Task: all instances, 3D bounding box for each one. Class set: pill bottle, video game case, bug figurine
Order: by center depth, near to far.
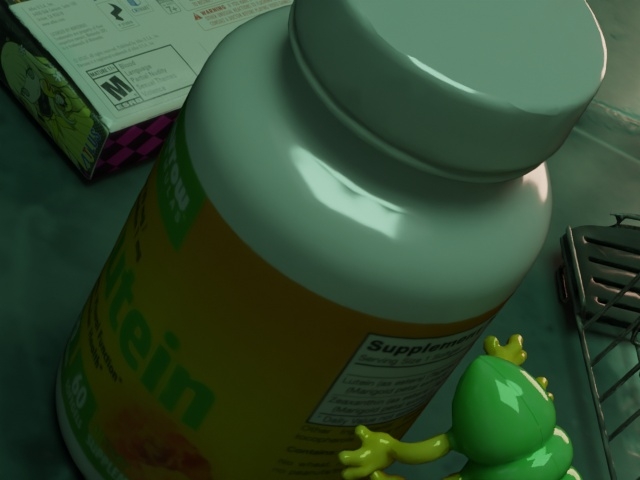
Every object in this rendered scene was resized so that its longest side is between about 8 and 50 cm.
[{"bbox_3d":[0.051,0.162,0.512,0.279,0.072,0.216,-35,106,-31],"label":"bug figurine"},{"bbox_3d":[0.000,0.000,0.591,0.136,0.246,0.136,17,43,-16],"label":"pill bottle"},{"bbox_3d":[-0.092,-0.145,0.829,0.210,0.042,0.232,47,44,16],"label":"video game case"}]

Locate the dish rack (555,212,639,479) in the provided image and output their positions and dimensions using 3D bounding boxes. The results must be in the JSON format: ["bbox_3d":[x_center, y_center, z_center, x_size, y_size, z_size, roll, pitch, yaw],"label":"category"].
[{"bbox_3d":[0.223,0.087,0.772,0.208,0.074,0.271,15,44,-20],"label":"dish rack"}]
